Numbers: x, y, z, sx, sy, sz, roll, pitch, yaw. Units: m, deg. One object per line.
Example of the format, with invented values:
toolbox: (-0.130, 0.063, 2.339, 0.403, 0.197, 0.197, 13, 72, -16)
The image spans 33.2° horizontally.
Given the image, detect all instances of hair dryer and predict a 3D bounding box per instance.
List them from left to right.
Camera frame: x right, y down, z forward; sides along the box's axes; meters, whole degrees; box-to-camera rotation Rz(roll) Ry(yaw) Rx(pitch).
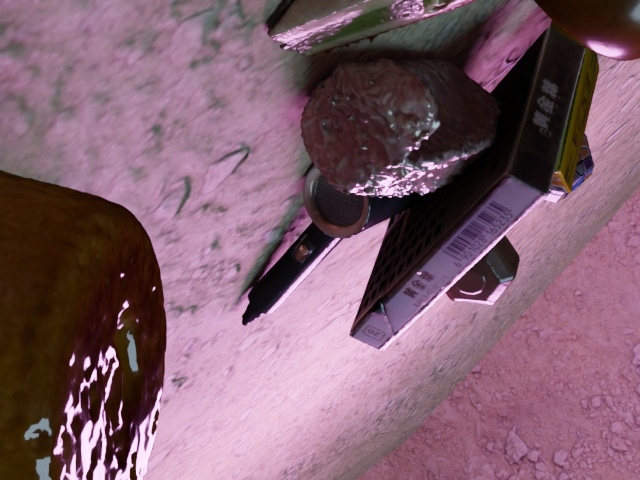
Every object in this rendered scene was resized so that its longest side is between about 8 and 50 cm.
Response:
hair dryer: (0.000, 0.000, 1.010, 0.128, 0.070, 0.255, -25, 164, -48)

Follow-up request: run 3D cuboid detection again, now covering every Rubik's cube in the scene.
Rubik's cube: (0.294, -0.103, 1.363, 0.093, 0.111, 0.111, -62, 180, -41)

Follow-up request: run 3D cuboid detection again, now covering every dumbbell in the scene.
dumbbell: (0.182, -0.024, 1.175, 0.082, 0.092, 0.231, -25, -157, 33)

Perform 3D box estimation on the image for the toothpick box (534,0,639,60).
toothpick box: (0.270, -0.269, 0.723, 0.192, 0.192, 0.294, -22, 160, -51)

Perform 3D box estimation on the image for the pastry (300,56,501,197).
pastry: (0.062, -0.087, 0.826, 0.112, 0.103, 0.265, -41, 168, 18)

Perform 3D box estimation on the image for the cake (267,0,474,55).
cake: (0.065, -0.201, 0.657, 0.220, 0.116, 0.086, -14, 174, 26)

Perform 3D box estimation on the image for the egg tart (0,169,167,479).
egg tart: (-0.151, 0.051, 0.452, 0.202, 0.147, 0.202, 3, 90, -82)

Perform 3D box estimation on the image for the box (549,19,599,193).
box: (0.257, -0.136, 1.135, 0.279, 0.041, 0.153, 7, 96, -74)

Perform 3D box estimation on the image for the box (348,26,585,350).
box: (0.129, -0.036, 1.013, 0.325, 0.047, 0.180, -51, -165, 54)
